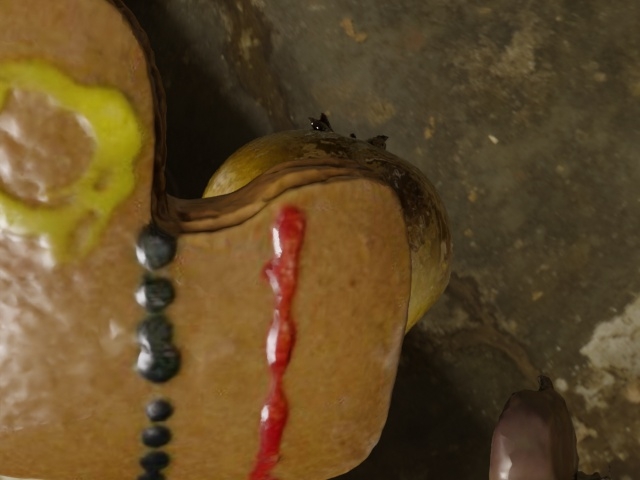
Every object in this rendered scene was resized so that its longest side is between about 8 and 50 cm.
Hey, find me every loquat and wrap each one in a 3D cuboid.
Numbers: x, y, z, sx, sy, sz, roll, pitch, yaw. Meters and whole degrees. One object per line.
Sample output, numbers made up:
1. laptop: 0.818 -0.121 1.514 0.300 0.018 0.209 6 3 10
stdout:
1. loquat: 0.005 0.001 0.796 0.213 0.213 0.213 -2 110 -6

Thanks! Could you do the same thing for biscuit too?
1. biscuit: -0.074 0.012 0.500 0.277 0.052 0.262 8 111 -17

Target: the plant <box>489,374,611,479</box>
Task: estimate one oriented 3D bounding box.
1. plant: 0.107 0.232 0.504 0.178 0.234 0.204 -14 145 -44
